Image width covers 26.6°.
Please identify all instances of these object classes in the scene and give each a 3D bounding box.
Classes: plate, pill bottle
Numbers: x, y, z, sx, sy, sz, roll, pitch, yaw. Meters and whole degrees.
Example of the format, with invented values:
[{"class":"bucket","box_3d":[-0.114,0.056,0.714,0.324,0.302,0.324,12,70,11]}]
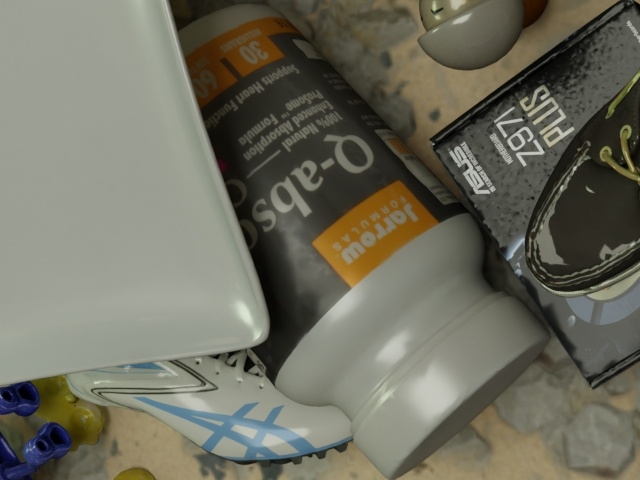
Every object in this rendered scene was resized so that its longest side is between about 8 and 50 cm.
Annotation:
[{"class":"plate","box_3d":[-0.181,-0.054,0.780,0.277,0.045,0.278,-11,104,23]},{"class":"pill bottle","box_3d":[0.000,0.000,0.836,0.278,0.162,0.162,48,108,15]}]

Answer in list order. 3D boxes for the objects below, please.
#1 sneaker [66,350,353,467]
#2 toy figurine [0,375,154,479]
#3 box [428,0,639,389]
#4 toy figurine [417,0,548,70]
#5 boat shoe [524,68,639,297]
[{"class":"sneaker","box_3d":[-0.075,0.088,0.912,0.237,0.085,0.086,13,119,23]},{"class":"toy figurine","box_3d":[-0.299,0.166,0.960,0.217,0.191,0.362,-42,82,27]},{"class":"box","box_3d":[0.179,-0.028,0.808,0.147,0.077,0.180,-35,80,20]},{"class":"toy figurine","box_3d":[0.138,-0.193,0.748,0.213,0.209,0.148,-24,93,19]},{"class":"boat shoe","box_3d":[0.187,-0.058,0.723,0.081,0.068,0.228,46,106,14]}]
